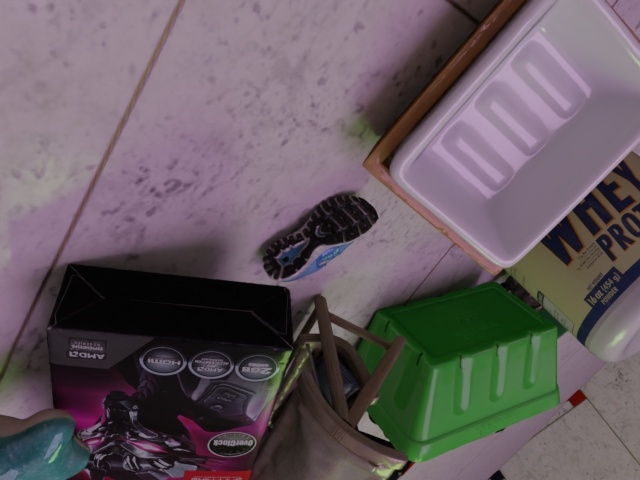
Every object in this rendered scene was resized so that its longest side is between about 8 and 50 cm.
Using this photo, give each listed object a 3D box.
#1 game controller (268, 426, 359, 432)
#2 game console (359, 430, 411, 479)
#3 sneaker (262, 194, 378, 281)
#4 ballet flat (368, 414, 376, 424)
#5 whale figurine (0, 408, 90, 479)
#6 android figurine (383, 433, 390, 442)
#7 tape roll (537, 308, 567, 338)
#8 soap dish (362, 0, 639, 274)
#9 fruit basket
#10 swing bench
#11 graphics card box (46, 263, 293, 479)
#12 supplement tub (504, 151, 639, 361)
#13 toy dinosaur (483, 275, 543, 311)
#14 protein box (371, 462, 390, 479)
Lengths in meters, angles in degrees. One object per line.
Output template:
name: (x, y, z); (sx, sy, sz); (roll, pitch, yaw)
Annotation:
game controller: (-0.066, 0.385, 1.003); (0.319, 0.067, 0.167); (5, 87, -30)
game console: (-0.040, 0.493, 1.185); (0.386, 0.060, 0.342); (31, 103, -34)
sneaker: (0.000, 0.000, 0.758); (0.162, 0.063, 0.073); (-30, 163, -6)
ballet flat: (0.200, 0.358, 1.351); (0.206, 0.073, 0.067); (-29, 160, -9)
whale figurine: (-0.364, 0.237, 0.550); (0.271, 0.141, 0.216); (-6, 138, -14)
android figurine: (0.284, 0.463, 1.565); (0.272, 0.056, 0.248); (12, 122, -48)
tape roll: (0.514, 0.219, 1.411); (0.321, 0.077, 0.321); (-34, 162, -13)
soap dish: (0.219, -0.134, 0.672); (0.229, 0.118, 0.291); (36, 106, -21)
fruit basket: (0.233, 0.285, 1.133); (0.392, 0.283, 0.392); (-16, 124, -24)
swing bench: (-0.004, 0.267, 0.844); (0.253, 0.165, 0.255); (-61, -174, 28)
graphics card box: (-0.180, 0.196, 0.689); (0.232, 0.094, 0.371); (8, 129, -13)
supplement tub: (0.361, -0.022, 0.821); (0.235, 0.325, 0.235); (-26, 144, -20)
toy dinosaur: (0.446, 0.103, 1.241); (0.160, 0.121, 0.313); (-34, 145, 16)
protein box: (0.047, 0.555, 1.137); (0.199, 0.136, 0.201); (-14, 122, -15)
